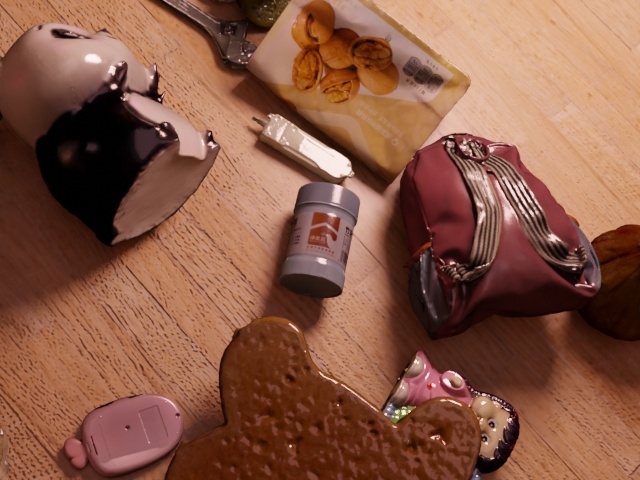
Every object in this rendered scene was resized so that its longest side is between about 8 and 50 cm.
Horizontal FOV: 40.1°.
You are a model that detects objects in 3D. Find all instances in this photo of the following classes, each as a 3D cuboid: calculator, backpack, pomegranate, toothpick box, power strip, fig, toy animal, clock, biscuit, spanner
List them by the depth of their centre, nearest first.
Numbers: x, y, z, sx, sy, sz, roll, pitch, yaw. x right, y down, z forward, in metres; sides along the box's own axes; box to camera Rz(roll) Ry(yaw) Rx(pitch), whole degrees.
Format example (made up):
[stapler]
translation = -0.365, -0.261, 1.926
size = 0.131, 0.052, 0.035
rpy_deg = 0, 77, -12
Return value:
[biscuit]
translation = -0.001, 0.332, 1.187
size = 0.394, 0.076, 0.368
rpy_deg = 25, 82, 7
[calculator]
translation = -0.272, 0.271, 1.219
size = 0.166, 0.024, 0.103
rpy_deg = -18, 74, -19
[toy animal]
translation = -0.330, -0.172, 1.268
size = 0.251, 0.251, 0.310
rpy_deg = -39, 74, -23
[clock]
translation = 0.177, 0.284, 1.276
size = 0.195, 0.100, 0.194
rpy_deg = 31, 70, 3
[toothpick box]
translation = 0.000, 0.000, 1.342
size = 0.101, 0.101, 0.153
rpy_deg = 14, 67, -7
[backpack]
translation = 0.258, -0.025, 1.356
size = 0.283, 0.197, 0.317
rpy_deg = -9, 69, -12
[fig]
translation = 0.512, 0.025, 1.361
size = 0.191, 0.290, 0.190
rpy_deg = 9, 42, -8
[power strip]
translation = -0.030, -0.151, 1.432
size = 0.191, 0.030, 0.047
rpy_deg = 32, 67, 1
[pomegranate]
translation = -0.080, -0.443, 1.461
size = 0.143, 0.169, 0.122
rpy_deg = -20, 79, -8
[spanner]
translation = -0.230, -0.391, 1.487
size = 0.325, 0.026, 0.093
rpy_deg = 33, 67, 3

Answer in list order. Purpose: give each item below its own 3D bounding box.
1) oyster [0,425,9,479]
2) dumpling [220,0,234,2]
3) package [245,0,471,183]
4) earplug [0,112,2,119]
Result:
[oyster]
translation = -0.515, 0.268, 1.126
size = 0.204, 0.111, 0.396
rpy_deg = -6, 74, -11
[dumpling]
translation = -0.160, -0.441, 1.512
size = 0.059, 0.043, 0.077
rpy_deg = 43, 49, -12
[package]
translation = 0.069, -0.280, 1.458
size = 0.311, 0.165, 0.221
rpy_deg = 37, 108, -1
[earplug]
translation = -0.575, -0.104, 1.247
size = 0.132, 0.132, 0.273
rpy_deg = 23, 70, -3
